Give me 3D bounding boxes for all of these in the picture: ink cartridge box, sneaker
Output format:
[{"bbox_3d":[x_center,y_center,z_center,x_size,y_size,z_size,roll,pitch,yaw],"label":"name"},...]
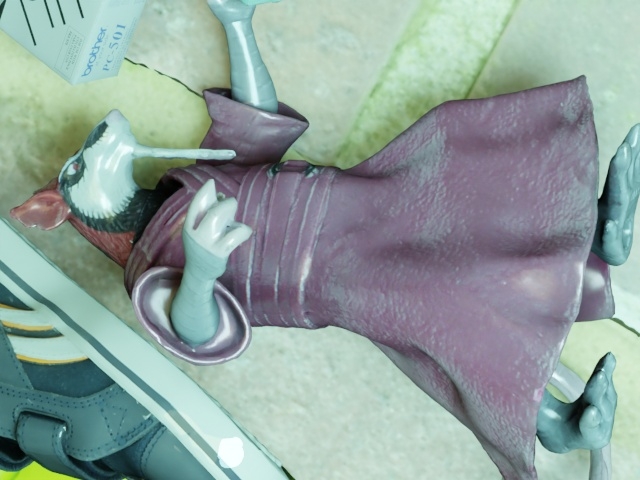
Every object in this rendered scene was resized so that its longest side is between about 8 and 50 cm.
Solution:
[{"bbox_3d":[-0.132,-0.204,0.879,0.097,0.046,0.207,37,120,20],"label":"ink cartridge box"},{"bbox_3d":[-0.162,0.084,0.869,0.321,0.126,0.127,35,78,31],"label":"sneaker"}]

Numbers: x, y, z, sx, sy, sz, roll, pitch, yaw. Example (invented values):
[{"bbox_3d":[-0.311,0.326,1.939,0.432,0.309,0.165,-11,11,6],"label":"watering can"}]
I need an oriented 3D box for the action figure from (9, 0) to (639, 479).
[{"bbox_3d":[0.000,0.000,0.896,0.370,0.248,0.276,6,137,17],"label":"action figure"}]

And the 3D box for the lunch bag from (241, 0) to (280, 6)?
[{"bbox_3d":[0.031,-0.265,0.785,0.160,0.223,0.262,30,72,3],"label":"lunch bag"}]

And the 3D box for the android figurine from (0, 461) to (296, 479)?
[{"bbox_3d":[-0.144,0.223,0.955,0.248,0.056,0.273,39,95,2],"label":"android figurine"}]
